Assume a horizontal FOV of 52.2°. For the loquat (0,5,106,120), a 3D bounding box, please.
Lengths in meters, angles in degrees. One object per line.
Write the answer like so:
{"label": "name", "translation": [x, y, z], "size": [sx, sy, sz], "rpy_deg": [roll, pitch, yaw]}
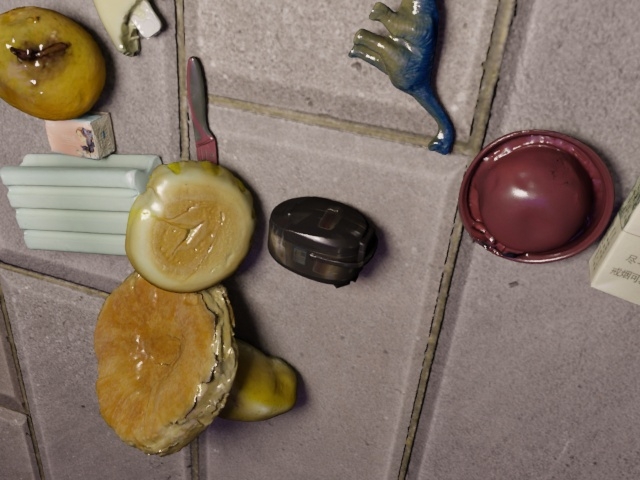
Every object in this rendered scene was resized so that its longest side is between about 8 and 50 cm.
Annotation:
{"label": "loquat", "translation": [-0.408, -0.254, 0.967], "size": [0.172, 0.149, 0.204], "rpy_deg": [22, 162, -18]}

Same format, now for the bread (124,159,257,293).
{"label": "bread", "translation": [-0.200, -0.022, 1.016], "size": [0.214, 0.105, 0.213], "rpy_deg": [-5, 108, -16]}

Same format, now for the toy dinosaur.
{"label": "toy dinosaur", "translation": [0.143, -0.245, 0.819], "size": [0.188, 0.075, 0.247], "rpy_deg": [28, 121, -7]}

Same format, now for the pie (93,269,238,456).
{"label": "pie", "translation": [-0.272, 0.192, 1.115], "size": [0.340, 0.083, 0.339], "rpy_deg": [-7, 78, 36]}

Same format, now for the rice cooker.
{"label": "rice cooker", "translation": [0.000, 0.000, 0.978], "size": [0.165, 0.112, 0.106], "rpy_deg": [25, 130, 9]}

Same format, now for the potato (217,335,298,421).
{"label": "potato", "translation": [-0.135, 0.250, 1.172], "size": [0.194, 0.157, 0.157], "rpy_deg": [15, 126, -12]}

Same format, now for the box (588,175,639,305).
{"label": "box", "translation": [0.468, -0.026, 0.808], "size": [0.164, 0.069, 0.256], "rpy_deg": [21, 125, 8]}

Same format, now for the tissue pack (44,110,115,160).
{"label": "tissue pack", "translation": [-0.389, -0.174, 1.055], "size": [0.095, 0.058, 0.074], "rpy_deg": [10, 124, 16]}

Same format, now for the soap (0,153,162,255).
{"label": "soap", "translation": [-0.388, -0.062, 1.104], "size": [0.266, 0.087, 0.159], "rpy_deg": [3, 121, 20]}

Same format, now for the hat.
{"label": "hat", "translation": [0.278, -0.046, 0.857], "size": [0.206, 0.089, 0.205], "rpy_deg": [10, 123, 16]}

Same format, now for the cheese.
{"label": "cheese", "translation": [-0.294, -0.382, 0.900], "size": [0.127, 0.049, 0.235], "rpy_deg": [-23, 108, 33]}

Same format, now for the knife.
{"label": "knife", "translation": [-0.179, -0.163, 1.010], "size": [0.036, 0.018, 0.247], "rpy_deg": [5, 124, 11]}
